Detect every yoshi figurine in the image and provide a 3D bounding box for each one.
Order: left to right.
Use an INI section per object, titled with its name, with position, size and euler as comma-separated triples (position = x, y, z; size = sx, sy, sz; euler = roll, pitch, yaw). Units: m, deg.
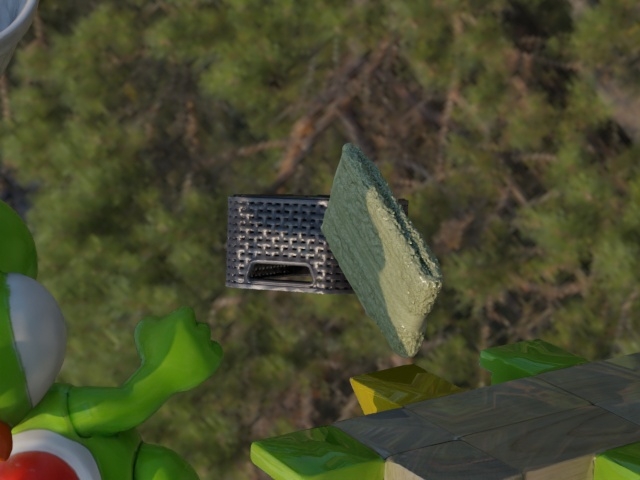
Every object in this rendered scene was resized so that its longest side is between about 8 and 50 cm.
[yoshi figurine]
position = -0.185, 0.100, 0.900
size = 0.203, 0.362, 0.203
euler = 7, 44, 45

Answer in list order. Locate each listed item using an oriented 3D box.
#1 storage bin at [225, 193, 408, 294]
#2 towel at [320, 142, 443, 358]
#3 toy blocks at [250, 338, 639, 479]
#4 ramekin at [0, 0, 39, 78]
[storage bin]
position = 0.000, 0.000, 1.280
size = 0.122, 0.084, 0.180
euler = 3, 4, 22
[towel]
position = 0.045, 0.007, 1.060
size = 0.027, 0.110, 0.148
euler = -16, 56, -23
[toy blocks]
position = 0.141, 0.213, 0.785
size = 0.381, 0.260, 0.191
euler = -8, 19, -34
[ramekin]
position = -0.312, -0.172, 0.995
size = 0.109, 0.207, 0.207
euler = -58, 5, 48
